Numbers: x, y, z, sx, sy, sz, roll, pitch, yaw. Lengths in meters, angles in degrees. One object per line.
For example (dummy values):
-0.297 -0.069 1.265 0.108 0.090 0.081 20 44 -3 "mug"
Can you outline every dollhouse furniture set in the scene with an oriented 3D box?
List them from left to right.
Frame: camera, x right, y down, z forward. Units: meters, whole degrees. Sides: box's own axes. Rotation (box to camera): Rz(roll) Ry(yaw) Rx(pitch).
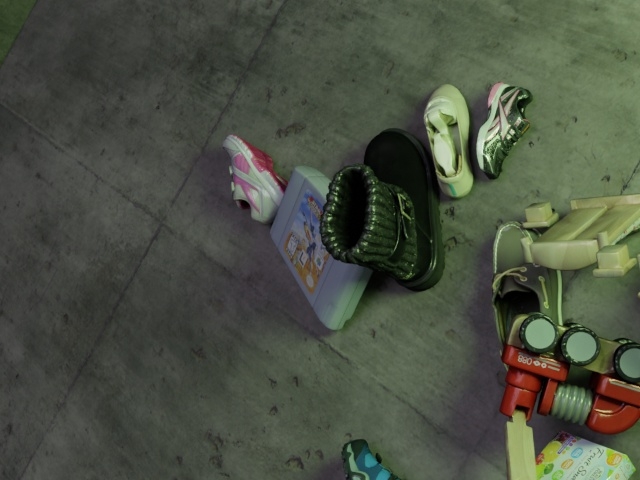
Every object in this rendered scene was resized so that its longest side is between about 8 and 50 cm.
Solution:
0.424 0.057 1.627 0.356 0.303 0.173 -4 107 40 "dollhouse furniture set"

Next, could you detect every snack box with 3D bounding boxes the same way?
0.382 0.346 1.614 0.100 0.037 0.141 -45 26 -18 "snack box"

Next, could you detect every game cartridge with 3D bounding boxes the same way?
0.000 0.000 2.070 0.297 0.062 0.198 57 141 40 "game cartridge"

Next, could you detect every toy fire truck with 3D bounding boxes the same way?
0.361 0.247 1.600 0.217 0.158 0.246 17 92 6 "toy fire truck"

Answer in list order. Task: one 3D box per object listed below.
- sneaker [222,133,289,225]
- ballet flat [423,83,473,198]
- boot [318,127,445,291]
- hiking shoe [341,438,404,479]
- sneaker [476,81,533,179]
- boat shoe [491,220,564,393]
-0.150 -0.128 2.270 0.111 0.103 0.252 -48 48 12 "sneaker"
0.231 -0.196 1.990 0.086 0.086 0.248 -26 57 30 "ballet flat"
0.100 -0.089 1.932 0.131 0.260 0.348 -30 56 28 "boot"
0.133 0.447 1.810 0.132 0.113 0.304 -24 46 -5 "hiking shoe"
0.329 -0.196 1.917 0.077 0.072 0.178 8 83 31 "sneaker"
0.333 0.096 1.773 0.109 0.091 0.305 -23 59 31 "boat shoe"
